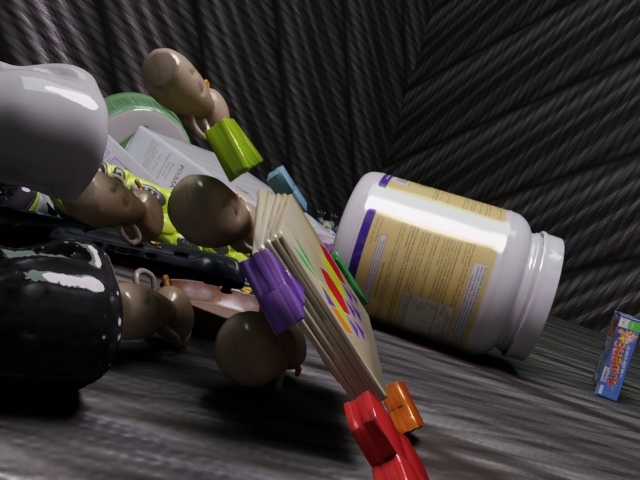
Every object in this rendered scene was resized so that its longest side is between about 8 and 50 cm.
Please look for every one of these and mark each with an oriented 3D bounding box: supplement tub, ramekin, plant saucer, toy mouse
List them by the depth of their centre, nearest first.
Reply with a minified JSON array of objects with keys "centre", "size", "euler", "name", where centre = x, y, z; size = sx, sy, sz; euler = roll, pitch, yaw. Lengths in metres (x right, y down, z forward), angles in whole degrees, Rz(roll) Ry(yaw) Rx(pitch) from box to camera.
[{"centre":[-0.097,0.081,0.678],"size":[0.168,0.029,0.168],"euler":[18,3,-1],"name":"plant saucer"},{"centre":[-0.063,0.081,0.834],"size":[0.160,0.031,0.143],"euler":[18,3,3],"name":"toy mouse"},{"centre":[0.196,0.043,1.009],"size":[0.331,0.241,0.241],"euler":[18,3,11],"name":"supplement tub"},{"centre":[-0.482,-0.227,1.623],"size":[0.303,0.304,0.148],"euler":[16,11,-30],"name":"ramekin"}]

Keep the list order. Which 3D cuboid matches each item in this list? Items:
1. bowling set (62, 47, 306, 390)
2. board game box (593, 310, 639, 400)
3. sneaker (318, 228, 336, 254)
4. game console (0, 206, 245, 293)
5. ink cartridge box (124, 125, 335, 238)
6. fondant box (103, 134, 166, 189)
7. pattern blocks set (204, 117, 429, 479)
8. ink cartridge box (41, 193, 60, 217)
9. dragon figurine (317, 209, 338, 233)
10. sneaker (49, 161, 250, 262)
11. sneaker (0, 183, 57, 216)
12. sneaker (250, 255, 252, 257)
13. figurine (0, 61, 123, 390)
[{"centre":[-0.142,0.004,0.523],"size":[0.199,0.287,0.154],"euler":[-16,-9,8],"name":"bowling set"},{"centre":[0.513,0.194,1.074],"size":[0.035,0.136,0.201],"euler":[18,2,23],"name":"board game box"},{"centre":[0.030,0.029,1.864],"size":[0.236,0.095,0.104],"euler":[14,24,18],"name":"sneaker"},{"centre":[-0.260,0.006,0.650],"size":[0.361,0.044,0.213],"euler":[10,2,14],"name":"game console"},{"centre":[-0.182,-0.087,1.303],"size":[0.385,0.091,0.308],"euler":[37,11,27],"name":"ink cartridge box"},{"centre":[-0.433,-0.153,1.136],"size":[0.238,0.096,0.330],"euler":[23,-18,51],"name":"fondant box"},{"centre":[-0.002,0.037,0.467],"size":[0.286,0.026,0.325],"euler":[59,7,-3],"name":"pattern blocks set"},{"centre":[-0.432,-0.073,0.969],"size":[0.143,0.090,0.092],"euler":[18,3,5],"name":"ink cartridge box"},{"centre":[0.000,0.000,2.054],"size":[0.085,0.144,0.289],"euler":[17,-31,-7],"name":"dragon figurine"},{"centre":[-0.229,-0.019,0.861],"size":[0.295,0.110,0.123],"euler":[29,-24,-22],"name":"sneaker"},{"centre":[-0.458,-0.054,0.866],"size":[0.234,0.084,0.097],"euler":[20,-20,31],"name":"sneaker"},{"centre":[-0.165,-0.004,1.305],"size":[0.255,0.094,0.151],"euler":[19,10,0],"name":"sneaker"},{"centre":[-0.229,-0.023,0.342],"size":[0.209,0.215,0.092],"euler":[9,-29,-41],"name":"figurine"}]
